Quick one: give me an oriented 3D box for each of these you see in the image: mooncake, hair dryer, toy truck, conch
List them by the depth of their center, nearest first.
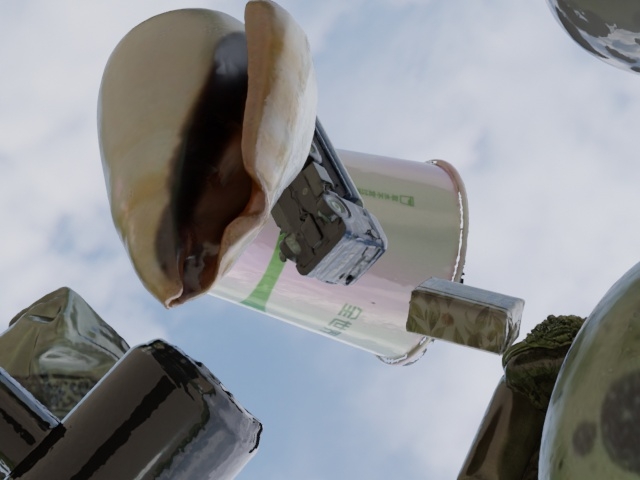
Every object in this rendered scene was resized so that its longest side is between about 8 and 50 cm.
[{"bbox_3d":[-0.051,-0.043,0.727,0.104,0.094,0.176,-11,-161,11],"label":"conch"},{"bbox_3d":[-0.146,0.050,0.761,0.248,0.070,0.114,39,-101,24],"label":"hair dryer"},{"bbox_3d":[-0.011,-0.046,1.563,0.074,0.088,0.202,-47,-133,22],"label":"toy truck"},{"bbox_3d":[-0.255,0.206,1.658,0.250,0.254,0.136,-43,-160,12],"label":"mooncake"}]

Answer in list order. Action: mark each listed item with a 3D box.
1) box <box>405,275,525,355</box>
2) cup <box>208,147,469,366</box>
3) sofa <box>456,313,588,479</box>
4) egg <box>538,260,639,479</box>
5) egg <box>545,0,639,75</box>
[{"bbox_3d":[0.131,0.067,1.565,0.098,0.062,0.045,13,-72,22],"label":"box"},{"bbox_3d":[0.000,0.000,1.998,0.253,0.274,0.253,-167,-90,-68],"label":"cup"},{"bbox_3d":[0.283,0.214,1.954,0.258,0.182,0.200,-20,-149,44],"label":"sofa"},{"bbox_3d":[0.317,0.149,1.332,0.287,0.287,0.379,-9,-150,47],"label":"egg"},{"bbox_3d":[0.258,-0.207,1.298,0.176,0.176,0.232,-62,-155,-12],"label":"egg"}]
